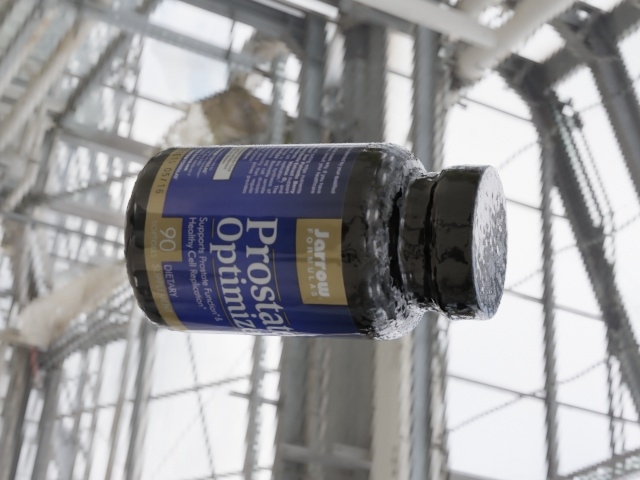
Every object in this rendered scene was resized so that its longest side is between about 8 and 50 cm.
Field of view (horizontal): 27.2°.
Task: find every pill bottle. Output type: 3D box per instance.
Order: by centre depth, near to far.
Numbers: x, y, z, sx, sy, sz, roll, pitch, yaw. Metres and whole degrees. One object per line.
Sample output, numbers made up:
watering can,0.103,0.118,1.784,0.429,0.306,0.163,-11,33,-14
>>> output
pill bottle,0.000,0.000,0.825,0.219,0.123,0.123,0,-109,21
